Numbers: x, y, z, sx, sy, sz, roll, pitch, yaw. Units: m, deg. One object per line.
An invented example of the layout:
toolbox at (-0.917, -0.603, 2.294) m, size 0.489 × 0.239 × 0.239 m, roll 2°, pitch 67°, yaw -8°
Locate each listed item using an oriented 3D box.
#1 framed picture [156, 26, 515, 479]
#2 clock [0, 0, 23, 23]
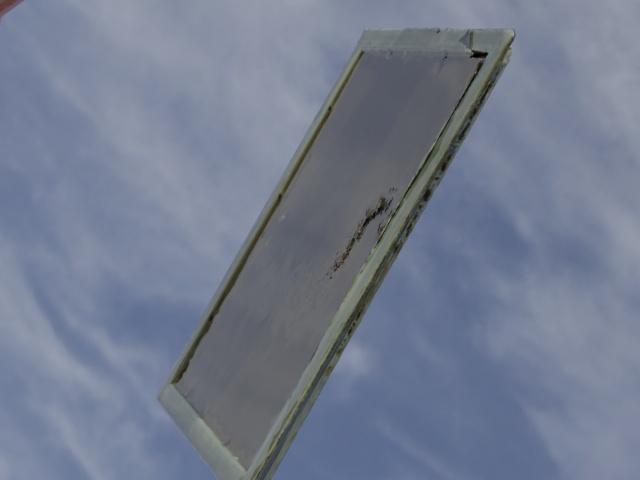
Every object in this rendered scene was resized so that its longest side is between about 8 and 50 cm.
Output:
framed picture at (0.000, 0.000, 0.764) m, size 0.016 × 0.216 × 0.273 m, roll 30°, pitch -91°, yaw -19°
clock at (-0.264, -0.130, 0.700) m, size 0.227 × 0.142 × 0.241 m, roll 44°, pitch -35°, yaw 1°
